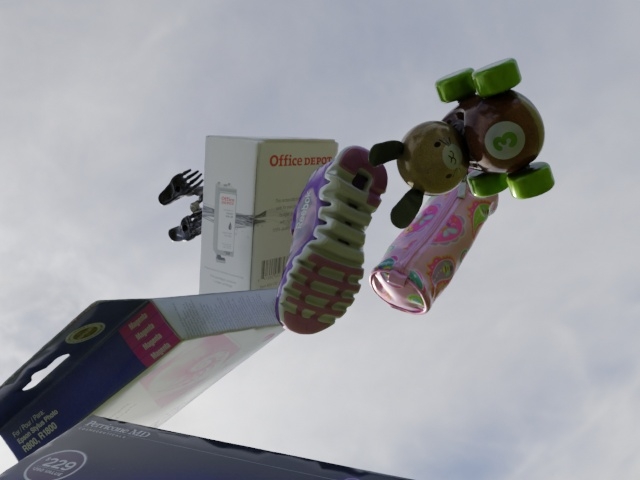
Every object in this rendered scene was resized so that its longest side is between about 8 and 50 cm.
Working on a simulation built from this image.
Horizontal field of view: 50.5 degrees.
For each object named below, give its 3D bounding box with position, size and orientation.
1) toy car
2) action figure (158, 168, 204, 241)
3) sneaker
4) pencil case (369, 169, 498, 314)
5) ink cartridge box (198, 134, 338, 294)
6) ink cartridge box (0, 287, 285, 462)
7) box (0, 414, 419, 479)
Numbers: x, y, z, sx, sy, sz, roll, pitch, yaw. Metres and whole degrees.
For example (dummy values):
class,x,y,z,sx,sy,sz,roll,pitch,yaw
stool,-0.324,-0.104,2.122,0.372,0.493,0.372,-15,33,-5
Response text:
class,x,y,z,sx,sy,sz,roll,pitch,yaw
toy car,0.146,-0.098,0.782,0.188,0.149,0.155,-28,-75,-19
action figure,-0.170,-0.049,1.221,0.141,0.164,0.276,-15,-5,15
sneaker,0.000,0.000,0.832,0.095,0.105,0.236,27,-104,-31
pencil case,0.200,-0.006,1.163,0.284,0.124,0.124,-50,-41,-27
ink cartridge box,-0.081,-0.027,1.094,0.207,0.117,0.282,-11,-71,-53
ink cartridge box,-0.241,0.178,0.873,0.324,0.071,0.330,-39,-19,24
box,-0.091,0.201,0.386,0.184,0.261,0.103,-25,-66,-61
